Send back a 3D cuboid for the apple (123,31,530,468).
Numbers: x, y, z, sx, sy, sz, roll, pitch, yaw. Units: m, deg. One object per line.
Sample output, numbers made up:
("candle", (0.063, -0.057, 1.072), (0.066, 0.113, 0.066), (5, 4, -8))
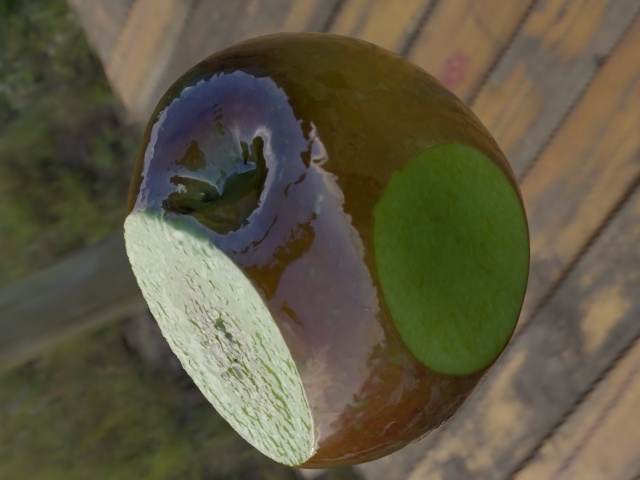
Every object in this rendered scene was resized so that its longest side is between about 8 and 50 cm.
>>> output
("apple", (-0.004, -0.001, 0.757), (0.146, 0.163, 0.147), (7, 149, 41))
